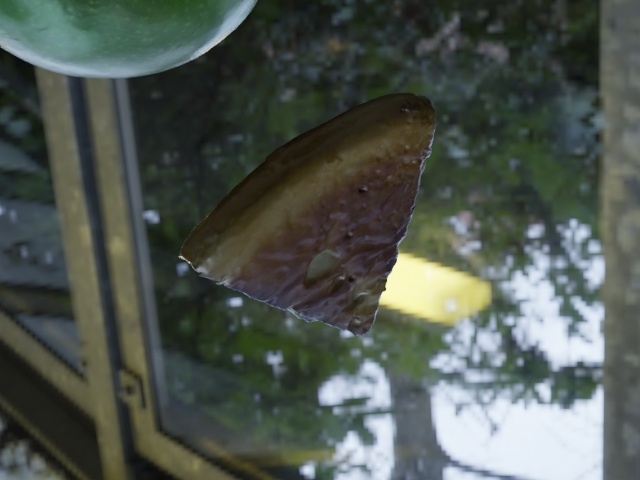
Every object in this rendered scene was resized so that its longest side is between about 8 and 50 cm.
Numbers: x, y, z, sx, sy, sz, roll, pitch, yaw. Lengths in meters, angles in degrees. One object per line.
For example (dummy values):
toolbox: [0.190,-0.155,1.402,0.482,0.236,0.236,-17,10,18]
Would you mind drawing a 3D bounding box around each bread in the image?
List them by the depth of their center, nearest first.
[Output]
bread: [-0.015,-0.006,0.875,0.136,0.154,0.054,-15,-139,-34]

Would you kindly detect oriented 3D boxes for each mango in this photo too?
mango: [-0.184,-0.232,1.125,0.201,0.225,0.382,25,-172,38]
